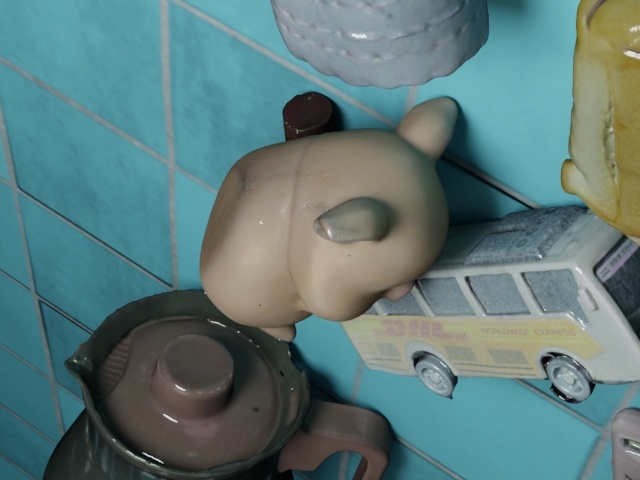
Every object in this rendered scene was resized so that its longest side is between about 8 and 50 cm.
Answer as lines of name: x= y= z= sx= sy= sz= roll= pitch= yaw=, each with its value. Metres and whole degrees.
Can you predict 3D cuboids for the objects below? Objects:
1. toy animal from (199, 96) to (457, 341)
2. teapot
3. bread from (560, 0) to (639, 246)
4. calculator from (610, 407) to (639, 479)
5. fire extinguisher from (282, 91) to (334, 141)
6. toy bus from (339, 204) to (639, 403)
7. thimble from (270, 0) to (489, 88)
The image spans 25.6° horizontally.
toy animal: x=-0.001 y=-0.012 z=1.123 sx=0.154 sy=0.166 sz=0.250 roll=35 pitch=145 yaw=-26
teapot: x=-0.123 y=0.246 z=1.581 sx=0.376 sy=0.305 sz=0.362 roll=11 pitch=142 yaw=-4
bread: x=0.224 y=-0.073 z=0.902 sx=0.134 sy=0.081 sz=0.225 roll=31 pitch=152 yaw=27
calculator: x=0.305 y=0.211 z=1.247 sx=0.100 sy=0.032 sz=0.175 roll=22 pitch=146 yaw=30
fire extinguisher: x=-0.009 y=-0.065 z=1.232 sx=0.078 sy=0.045 sz=0.157 roll=56 pitch=164 yaw=35
toy bus: x=0.147 y=0.049 z=1.152 sx=0.342 sy=0.097 sz=0.138 roll=-7 pitch=119 yaw=55
thimble: x=0.034 y=-0.181 z=0.929 sx=0.151 sy=0.127 sz=0.118 roll=19 pitch=143 yaw=32
